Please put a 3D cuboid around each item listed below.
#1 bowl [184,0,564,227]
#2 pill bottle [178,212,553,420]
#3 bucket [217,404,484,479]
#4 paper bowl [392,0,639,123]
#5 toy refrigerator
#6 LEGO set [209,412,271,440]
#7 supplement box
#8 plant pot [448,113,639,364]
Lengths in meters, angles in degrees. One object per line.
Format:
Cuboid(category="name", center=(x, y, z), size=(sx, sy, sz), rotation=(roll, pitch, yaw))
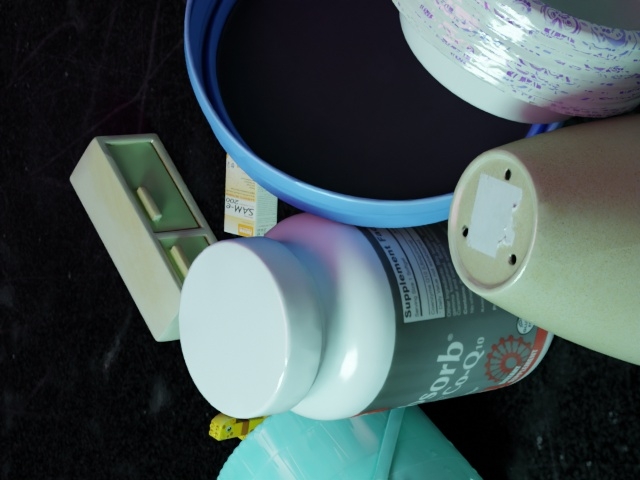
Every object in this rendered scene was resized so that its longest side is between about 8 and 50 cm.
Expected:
Cuboid(category="bowl", center=(0.060, -0.186, 1.833), size=(0.391, 0.391, 0.077), rotation=(60, 163, 24))
Cuboid(category="pill bottle", center=(0.050, 0.069, 1.867), size=(0.210, 0.363, 0.210), rotation=(9, 102, 49))
Cuboid(category="bucket", center=(0.034, 0.282, 1.990), size=(0.183, 0.281, 0.281), rotation=(54, 131, 26))
Cuboid(category="paper bowl", center=(0.186, -0.219, 1.697), size=(0.284, 0.284, 0.148), rotation=(55, 134, 29))
Cuboid(category="toy refrigerator", center=(-0.206, -0.010, 2.351), size=(0.094, 0.102, 0.270), rotation=(-53, 56, 38))
Cuboid(category="LEGO set", center=(-0.076, 0.209, 2.235), size=(0.087, 0.093, 0.227), rotation=(23, 112, 45))
Cuboid(category="supplement box", center=(-0.084, -0.055, 2.254), size=(0.062, 0.036, 0.098), rotation=(13, 105, 48))
Cuboid(category="plant pot", center=(0.259, -0.006, 1.651), size=(0.256, 0.274, 0.257), rotation=(-14, 74, 57))
